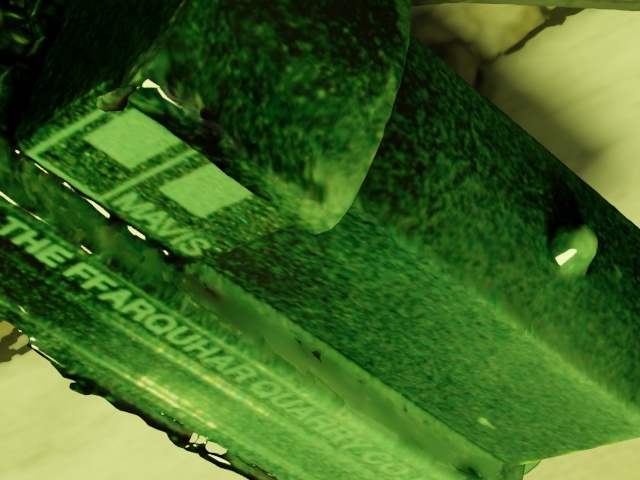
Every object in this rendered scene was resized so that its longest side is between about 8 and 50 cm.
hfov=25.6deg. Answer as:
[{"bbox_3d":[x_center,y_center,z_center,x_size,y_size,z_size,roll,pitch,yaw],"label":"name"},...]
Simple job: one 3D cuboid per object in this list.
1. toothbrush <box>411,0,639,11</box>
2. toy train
[{"bbox_3d":[0.088,-0.105,0.565,0.297,0.030,0.030,1,116,-8],"label":"toothbrush"},{"bbox_3d":[0.000,0.000,0.532,0.330,0.138,0.178,35,142,-28],"label":"toy train"}]
